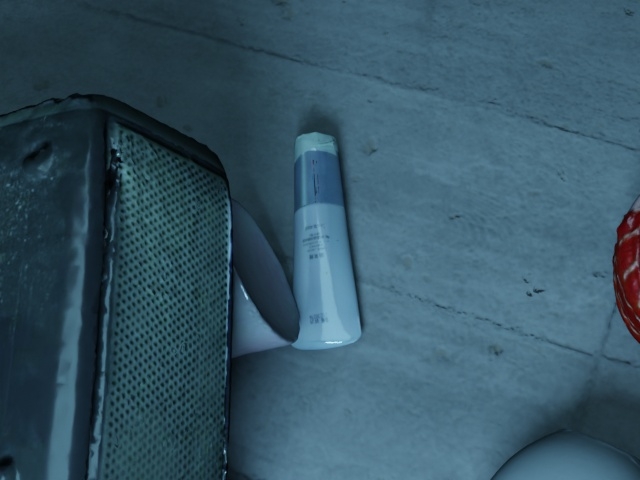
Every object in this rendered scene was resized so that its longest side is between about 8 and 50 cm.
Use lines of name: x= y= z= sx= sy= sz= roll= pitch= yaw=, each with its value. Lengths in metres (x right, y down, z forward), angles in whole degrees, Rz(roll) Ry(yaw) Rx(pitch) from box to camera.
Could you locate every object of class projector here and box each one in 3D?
projector: x=-0.297 y=0.102 z=1.039 sx=0.395 sy=0.242 sz=0.405 roll=-10 pitch=69 yaw=30

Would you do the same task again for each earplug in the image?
earplug: x=-0.194 y=0.093 z=1.209 sx=0.301 sy=0.172 sz=0.172 roll=-26 pitch=65 yaw=11

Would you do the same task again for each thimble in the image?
thimble: x=0.385 y=0.031 z=1.151 sx=0.163 sy=0.125 sz=0.189 roll=-19 pitch=66 yaw=5

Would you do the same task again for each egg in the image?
egg: x=0.220 y=0.295 z=1.041 sx=0.176 sy=0.176 sz=0.232 roll=25 pitch=83 yaw=19

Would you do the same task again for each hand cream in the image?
hand cream: x=0.000 y=0.000 z=1.275 sx=0.079 sy=0.048 sz=0.255 roll=-9 pitch=70 yaw=15
